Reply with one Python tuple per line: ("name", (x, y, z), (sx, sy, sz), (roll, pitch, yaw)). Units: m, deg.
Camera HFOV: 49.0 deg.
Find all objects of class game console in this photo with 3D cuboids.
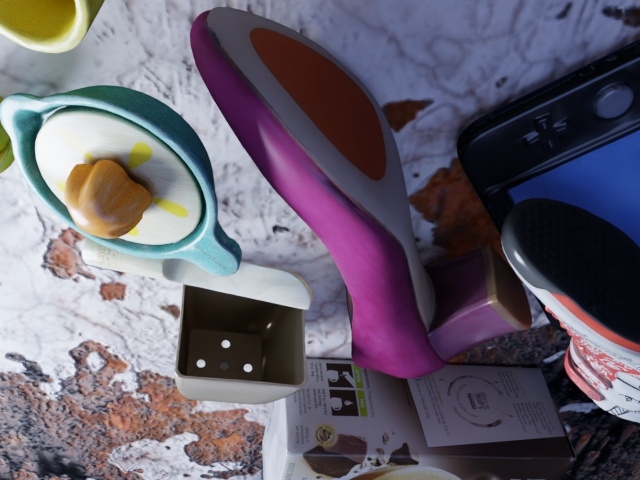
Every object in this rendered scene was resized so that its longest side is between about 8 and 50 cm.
("game console", (0.283, 0.005, 0.538), (0.250, 0.173, 0.293), (-26, 131, 17))

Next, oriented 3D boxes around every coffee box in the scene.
("coffee box", (0.094, 0.228, 0.768), (0.297, 0.118, 0.168), (3, 133, -10))

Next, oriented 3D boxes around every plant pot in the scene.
("plant pot", (-0.078, 0.096, 0.634), (0.109, 0.109, 0.096), (8, 145, -15))

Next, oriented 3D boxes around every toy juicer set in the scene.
("toy juicer set", (-0.159, -0.038, 0.459), (0.209, 0.089, 0.329), (-3, 135, 25))

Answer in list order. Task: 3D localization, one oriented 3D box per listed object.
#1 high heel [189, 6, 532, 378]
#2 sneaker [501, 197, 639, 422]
("high heel", (0.000, 0.000, 0.541), (0.181, 0.127, 0.377), (-25, 126, 31))
("sneaker", (0.228, 0.073, 0.573), (0.270, 0.090, 0.145), (27, 150, -11))
